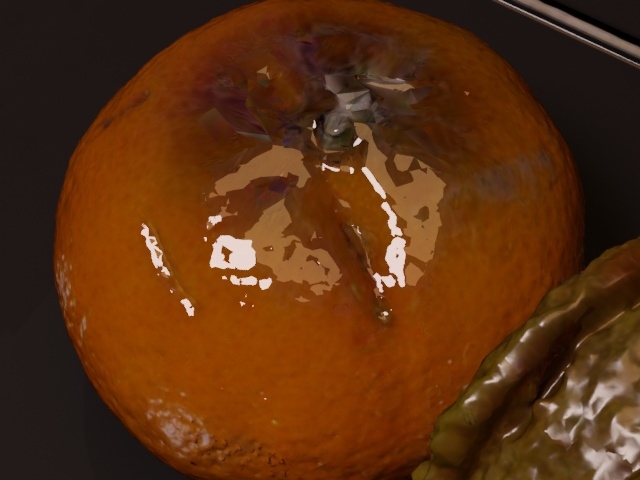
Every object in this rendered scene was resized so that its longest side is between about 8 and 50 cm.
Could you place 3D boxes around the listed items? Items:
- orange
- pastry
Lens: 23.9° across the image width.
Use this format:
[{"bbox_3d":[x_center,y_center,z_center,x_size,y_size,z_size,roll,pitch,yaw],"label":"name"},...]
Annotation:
[{"bbox_3d":[0.000,0.000,0.628,0.224,0.170,0.224,1,56,-2],"label":"orange"},{"bbox_3d":[0.128,0.087,0.571,0.189,0.188,0.103,-31,56,-21],"label":"pastry"}]
